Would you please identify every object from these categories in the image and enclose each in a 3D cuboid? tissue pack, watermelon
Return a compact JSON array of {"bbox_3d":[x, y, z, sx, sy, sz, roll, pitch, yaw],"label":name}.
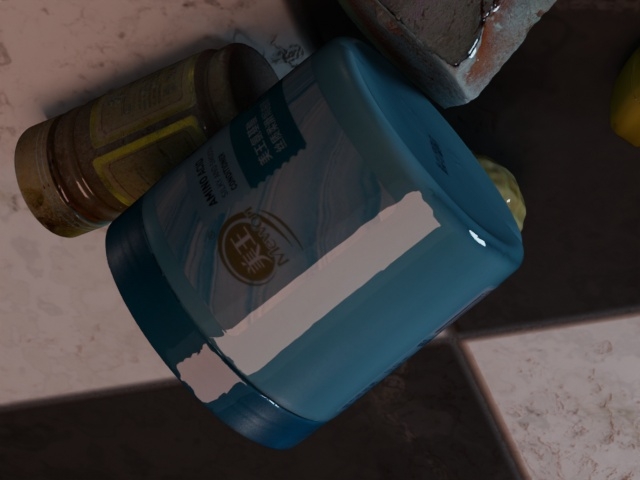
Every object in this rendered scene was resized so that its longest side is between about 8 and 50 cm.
[{"bbox_3d":[0.429,-0.155,1.980,0.178,0.123,0.127,25,138,-11],"label":"tissue pack"},{"bbox_3d":[0.121,-0.233,1.904,0.320,0.214,0.289,-1,139,-1],"label":"watermelon"}]

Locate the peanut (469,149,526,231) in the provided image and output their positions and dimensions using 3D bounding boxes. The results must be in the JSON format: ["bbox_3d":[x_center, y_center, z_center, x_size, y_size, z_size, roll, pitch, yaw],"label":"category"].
[{"bbox_3d":[0.091,-0.065,2.133,0.325,0.140,0.153,13,179,9],"label":"peanut"}]

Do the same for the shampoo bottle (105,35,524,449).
[{"bbox_3d":[0.000,0.000,1.914,0.342,0.331,0.331,-39,119,15],"label":"shampoo bottle"}]

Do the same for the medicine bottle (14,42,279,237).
[{"bbox_3d":[-0.205,-0.121,2.123,0.322,0.151,0.151,-20,127,28],"label":"medicine bottle"}]
